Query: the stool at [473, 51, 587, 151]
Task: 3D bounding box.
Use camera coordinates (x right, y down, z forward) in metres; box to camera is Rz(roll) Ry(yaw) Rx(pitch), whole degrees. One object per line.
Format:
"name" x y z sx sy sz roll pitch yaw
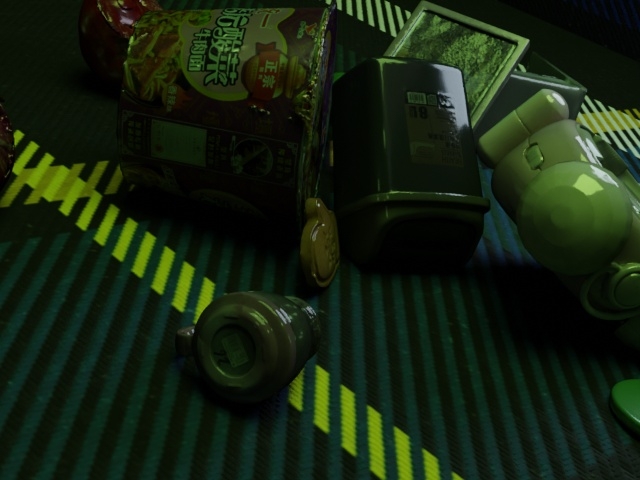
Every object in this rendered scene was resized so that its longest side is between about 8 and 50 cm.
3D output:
"stool" 0.357 -0.293 2.166 0.244 0.170 0.269 9 25 -19

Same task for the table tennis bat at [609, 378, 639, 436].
"table tennis bat" 0.473 0.233 1.285 0.257 0.039 0.160 22 24 25

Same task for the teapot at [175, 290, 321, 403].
"teapot" -0.070 0.114 1.149 0.116 0.148 0.146 61 24 8

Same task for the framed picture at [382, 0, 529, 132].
"framed picture" 0.209 -0.289 1.980 0.241 0.324 0.020 28 -17 24

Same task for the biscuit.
"biscuit" 0.002 0.000 1.395 0.023 0.118 0.140 -4 22 16

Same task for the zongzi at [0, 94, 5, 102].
"zongzi" -0.545 -0.190 1.519 0.184 0.084 0.187 17 29 -23

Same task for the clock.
"clock" 0.380 -0.021 1.481 0.342 0.184 0.325 34 20 -26

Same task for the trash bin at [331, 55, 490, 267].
"trash bin" 0.122 -0.106 1.537 0.210 0.290 0.182 2 -14 -27

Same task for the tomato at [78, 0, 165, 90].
"tomato" -0.336 -0.337 1.877 0.233 0.140 0.200 47 29 -14

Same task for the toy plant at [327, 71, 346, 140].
"toy plant" -0.030 -0.237 1.810 0.235 0.175 0.218 11 -6 -20

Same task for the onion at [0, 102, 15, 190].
"onion" -0.500 -0.123 1.309 0.230 0.163 0.230 30 48 -39

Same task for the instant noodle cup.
"instant noodle cup" -0.126 -0.187 1.494 0.266 0.339 0.340 8 24 2
